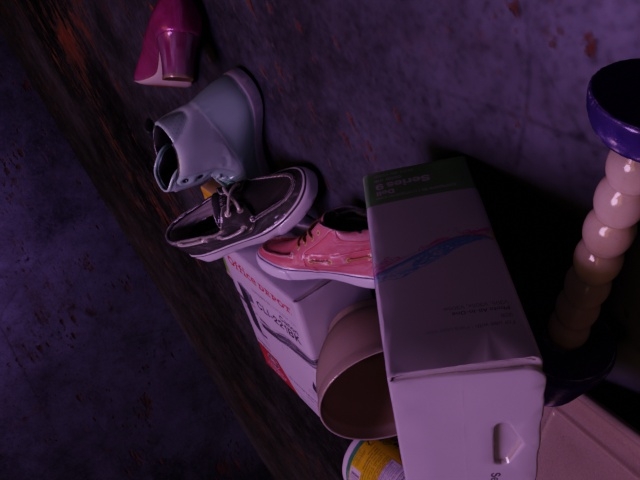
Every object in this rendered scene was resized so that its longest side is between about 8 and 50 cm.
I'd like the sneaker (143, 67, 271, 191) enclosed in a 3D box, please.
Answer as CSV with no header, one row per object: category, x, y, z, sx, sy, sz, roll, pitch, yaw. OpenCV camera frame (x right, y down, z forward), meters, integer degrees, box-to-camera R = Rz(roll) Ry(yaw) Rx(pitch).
sneaker,-0.149,-0.094,0.771,0.094,0.151,0.256,43,155,26

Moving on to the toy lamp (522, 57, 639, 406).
toy lamp,0.174,0.022,0.376,0.080,0.080,0.275,40,150,34

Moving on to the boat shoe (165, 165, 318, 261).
boat shoe,-0.102,-0.033,0.721,0.070,0.219,0.078,26,-135,-48

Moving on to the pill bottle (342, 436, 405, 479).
pill bottle,0.135,0.379,0.878,0.208,0.117,0.118,17,136,57

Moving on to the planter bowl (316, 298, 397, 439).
planter bowl,0.066,0.139,0.674,0.109,0.161,0.162,-109,4,-51

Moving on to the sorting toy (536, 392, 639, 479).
sorting toy,0.218,0.229,0.464,0.347,0.047,0.196,-135,59,-66

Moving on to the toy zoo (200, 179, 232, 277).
toy zoo,-0.133,0.016,1.044,0.192,0.030,0.293,40,152,34

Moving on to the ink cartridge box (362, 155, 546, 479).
ink cartridge box,0.091,0.061,0.435,0.213,0.093,0.154,-93,-9,-51

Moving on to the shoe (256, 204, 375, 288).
shoe,0.000,0.000,0.660,0.177,0.063,0.081,7,128,26

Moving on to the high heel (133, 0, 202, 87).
high heel,-0.212,-0.273,0.789,0.244,0.082,0.117,-149,60,-69

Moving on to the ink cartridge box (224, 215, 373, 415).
ink cartridge box,-0.018,0.107,0.824,0.197,0.114,0.273,33,147,45
